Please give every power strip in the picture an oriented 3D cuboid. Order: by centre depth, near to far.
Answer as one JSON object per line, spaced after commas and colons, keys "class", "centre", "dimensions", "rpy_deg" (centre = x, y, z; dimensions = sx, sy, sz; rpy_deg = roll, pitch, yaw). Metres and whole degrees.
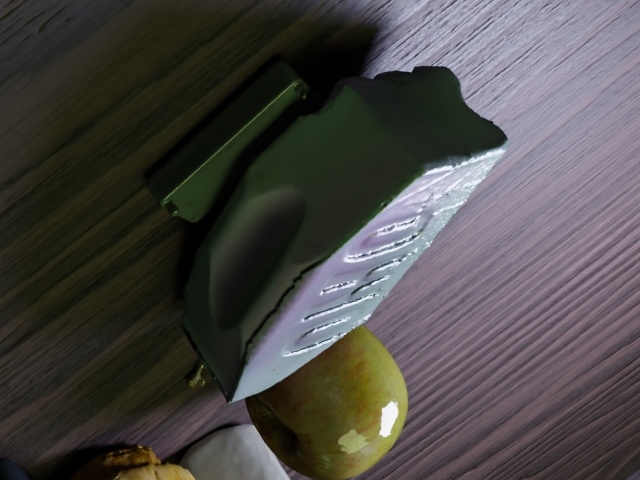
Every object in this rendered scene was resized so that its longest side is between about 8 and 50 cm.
{"class": "power strip", "centre": [-0.081, -0.100, 1.592], "dimensions": [0.216, 0.061, 0.145], "rpy_deg": [-41, 154, 10]}

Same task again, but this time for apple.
{"class": "apple", "centre": [0.005, 0.211, 1.923], "dimensions": [0.194, 0.261, 0.261], "rpy_deg": [-34, 152, -26]}

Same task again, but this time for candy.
{"class": "candy", "centre": [-0.065, 0.470, 2.117], "dimensions": [0.145, 0.358, 0.208], "rpy_deg": [-32, 153, -8]}

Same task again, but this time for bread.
{"class": "bread", "centre": [-0.292, 0.393, 1.990], "dimensions": [0.198, 0.120, 0.236], "rpy_deg": [-49, 155, 16]}

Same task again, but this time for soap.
{"class": "soap", "centre": [0.000, 0.000, 1.662], "dimensions": [0.261, 0.156, 0.446], "rpy_deg": [-17, 153, -46]}

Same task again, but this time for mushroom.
{"class": "mushroom", "centre": [-0.085, 0.108, 1.920], "dimensions": [0.286, 0.026, 0.028], "rpy_deg": [-44, 165, 10]}

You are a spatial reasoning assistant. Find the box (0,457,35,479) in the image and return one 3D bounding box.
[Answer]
{"class": "box", "centre": [-0.466, 0.389, 1.852], "dimensions": [0.201, 0.090, 0.144], "rpy_deg": [-33, 150, -4]}
